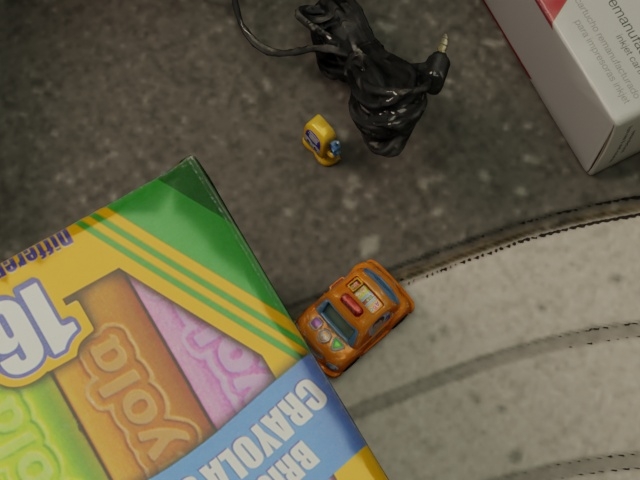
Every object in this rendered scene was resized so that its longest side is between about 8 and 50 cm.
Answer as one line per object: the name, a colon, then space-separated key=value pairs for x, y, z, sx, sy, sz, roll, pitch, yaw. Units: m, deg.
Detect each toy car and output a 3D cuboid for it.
toy car: x=0.000 y=0.000 z=0.700 sx=0.060 sy=0.040 sz=0.122 roll=-23 pitch=76 yaw=-8

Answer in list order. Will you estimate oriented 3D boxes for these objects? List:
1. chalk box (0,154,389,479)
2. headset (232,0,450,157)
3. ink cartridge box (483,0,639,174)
chalk box: x=-0.049 y=0.149 z=0.583 sx=0.179 sy=0.180 sz=0.289 roll=-30 pitch=77 yaw=-10
headset: x=-0.050 y=-0.220 z=0.604 sx=0.243 sy=0.394 sz=0.185 roll=-25 pitch=39 yaw=0
ink cartridge box: x=0.181 y=-0.132 z=0.729 sx=0.175 sy=0.072 sz=0.127 roll=-26 pitch=75 yaw=-9
